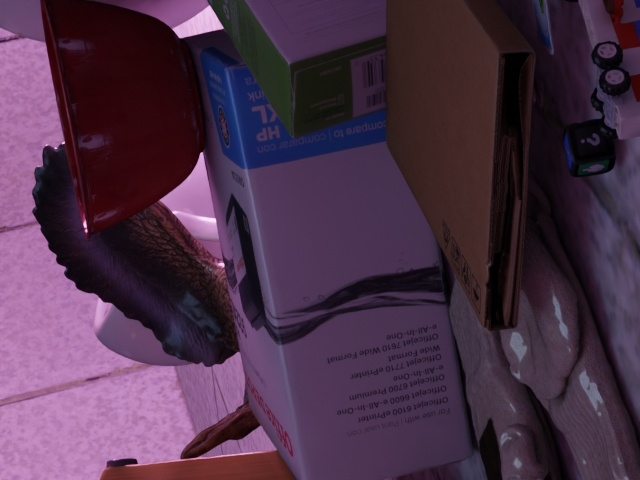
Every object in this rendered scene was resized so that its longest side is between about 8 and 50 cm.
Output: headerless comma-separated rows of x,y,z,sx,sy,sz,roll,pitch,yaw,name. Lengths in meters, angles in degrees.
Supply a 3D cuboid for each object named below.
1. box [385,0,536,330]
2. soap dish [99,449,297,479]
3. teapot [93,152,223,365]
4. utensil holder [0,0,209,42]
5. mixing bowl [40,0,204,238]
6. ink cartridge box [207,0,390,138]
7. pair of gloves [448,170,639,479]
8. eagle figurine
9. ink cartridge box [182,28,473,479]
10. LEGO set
0.070,-0.074,0.937,0.201,0.021,0.164,-112,18,-55,box
-0.053,0.238,1.412,0.291,0.229,0.118,53,-149,-75,soap dish
-0.108,0.023,1.761,0.256,0.187,0.252,-89,21,-58,teapot
-0.178,-0.347,1.263,0.385,0.328,0.327,104,151,-72,utensil holder
-0.141,-0.097,1.278,0.181,0.098,0.181,170,90,-81,mixing bowl
-0.009,-0.163,1.108,0.062,0.109,0.209,87,159,-46,ink cartridge box
0.117,0.086,0.996,0.240,0.042,0.204,106,149,-68,pair of gloves
-0.079,0.016,1.514,0.225,0.226,0.298,-49,63,30,eagle figurine
0.000,0.000,1.264,0.223,0.129,0.307,-139,38,-72,ink cartridge box
0.119,-0.140,0.757,0.182,0.060,0.244,-94,-6,-77,LEGO set
